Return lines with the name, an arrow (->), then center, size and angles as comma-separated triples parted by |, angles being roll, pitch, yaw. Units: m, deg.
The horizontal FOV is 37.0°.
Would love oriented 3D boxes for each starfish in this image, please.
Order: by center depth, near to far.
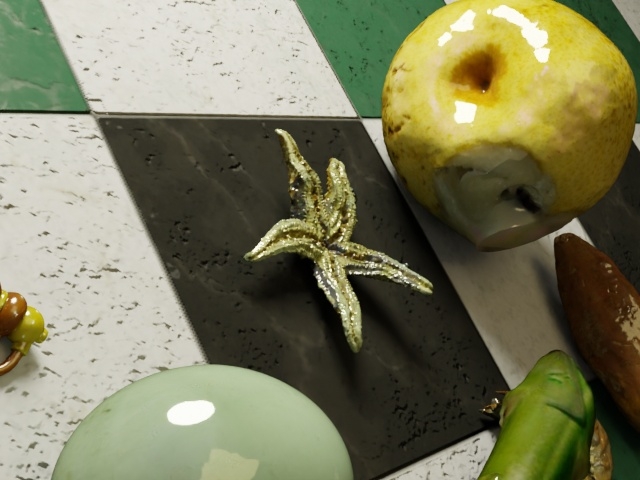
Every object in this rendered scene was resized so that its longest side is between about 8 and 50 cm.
starfish -> 0.000, 0.000, 0.831 | 0.175, 0.053, 0.208 | -3, 58, -47

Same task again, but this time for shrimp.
shrimp -> 0.220, 0.194, 0.919 | 0.180, 0.041, 0.099 | 30, 56, -28

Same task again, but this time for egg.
egg -> -0.064, 0.146, 0.552 | 0.192, 0.149, 0.149 | 1, 58, -45

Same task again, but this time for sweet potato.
sweet potato -> 0.332, 0.100, 1.066 | 0.097, 0.097, 0.252 | 0, 61, -47

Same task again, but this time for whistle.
whistle -> -0.216, 0.039, 0.580 | 0.109, 0.046, 0.057 | 42, 22, -22

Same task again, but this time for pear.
pear -> 0.195, -0.125, 0.993 | 0.271, 0.271, 0.271 | 28, 42, -28

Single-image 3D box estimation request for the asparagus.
asparagus -> 0.145, 0.216, 0.757 | 0.343, 0.082, 0.085 | -50, 123, -45
